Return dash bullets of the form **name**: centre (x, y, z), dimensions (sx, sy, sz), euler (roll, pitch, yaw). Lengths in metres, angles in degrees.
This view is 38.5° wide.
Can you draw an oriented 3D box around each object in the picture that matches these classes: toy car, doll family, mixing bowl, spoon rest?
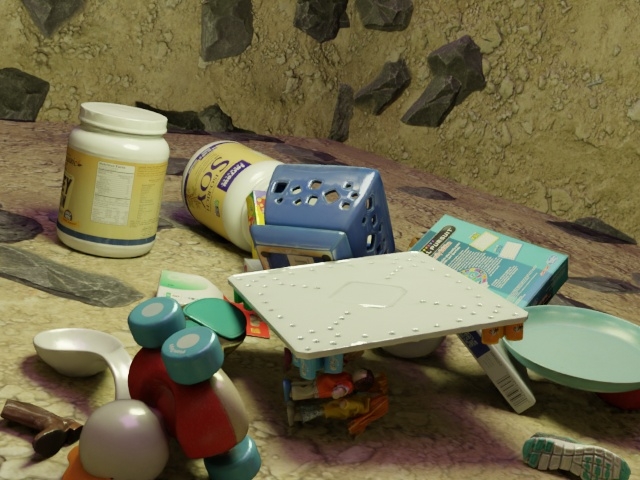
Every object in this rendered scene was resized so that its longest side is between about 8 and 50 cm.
- **toy car**: centre (-0.232, 0.234, 1.174), dimensions (0.238, 0.219, 0.210), euler (-28, 32, -23)
- **doll family**: centre (0.029, 0.239, 1.463), dimensions (0.163, 0.118, 0.263), euler (-7, 11, -1)
- **mixing bowl**: centre (0.594, 0.266, 1.783), dimensions (0.182, 0.098, 0.181), euler (6, 20, -2)
- **spoon rest**: centre (-0.342, 0.185, 1.399), dimensions (0.137, 0.084, 0.276), euler (0, 19, -39)

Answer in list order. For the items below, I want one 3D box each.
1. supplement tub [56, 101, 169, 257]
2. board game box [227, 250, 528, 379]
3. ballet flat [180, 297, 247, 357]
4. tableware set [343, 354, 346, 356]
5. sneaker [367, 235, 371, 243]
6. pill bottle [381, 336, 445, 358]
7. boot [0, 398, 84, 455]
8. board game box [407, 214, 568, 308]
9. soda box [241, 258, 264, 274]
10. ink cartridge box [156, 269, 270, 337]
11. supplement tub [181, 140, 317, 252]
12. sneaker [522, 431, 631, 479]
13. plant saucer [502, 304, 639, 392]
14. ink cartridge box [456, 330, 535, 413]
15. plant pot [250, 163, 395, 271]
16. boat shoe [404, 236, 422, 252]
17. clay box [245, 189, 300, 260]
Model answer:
- **supplement tub**: centre (-0.468, -0.140, 2.085), dimensions (0.229, 0.316, 0.228), euler (11, 14, -3)
- **board game box**: centre (0.082, 0.112, 1.550), dimensions (0.390, 0.050, 0.390), euler (-7, 17, -20)
- **ballet flat**: centre (-0.207, 0.175, 1.480), dimensions (0.123, 0.123, 0.348), euler (13, 8, 4)
- **tableware set**: centre (0.022, 0.190, 1.799), dimensions (0.141, 0.020, 0.169), euler (17, 15, 21)
- **sneaker**: centre (0.077, 0.011, 2.420), dimensions (0.152, 0.114, 0.305), euler (-12, 20, -27)
- **pill bottle**: centre (0.186, 0.126, 1.894), dimensions (0.162, 0.162, 0.278), euler (13, 15, 5)
- **boot**: centre (-0.389, 0.244, 1.221), dimensions (0.114, 0.037, 0.106), euler (20, 3, 17)
- **board game box**: centre (0.364, 0.084, 2.136), dimensions (0.336, 0.079, 0.254), euler (22, 49, 35)
- **soda box**: centre (-0.063, 0.090, 2.021), dimensions (0.216, 0.069, 0.074), euler (5, 17, -23)
- **ink cartridge box**: centre (-0.211, 0.124, 1.808), dimensions (0.225, 0.056, 0.181), euler (8, 15, -9)
- **supplement tub**: centre (-0.182, -0.106, 2.338), dimensions (0.241, 0.240, 0.331), euler (1, 17, -37)
- **sneaker**: centre (0.406, 0.338, 1.454), dimensions (0.167, 0.064, 0.076), euler (16, 11, 12)
- **plant saucer**: centre (0.492, 0.205, 1.719), dimensions (0.318, 0.043, 0.317), euler (4, 20, -1)
- **ink cartridge box**: centre (0.315, 0.191, 1.729), dimensions (0.223, 0.045, 0.224), euler (52, 14, -5)
- **plant pot**: centre (0.000, 0.000, 1.857), dimensions (0.236, 0.235, 0.212), euler (6, 46, 23)
- **boat shoe**: centre (0.349, 0.076, 2.302), dimensions (0.324, 0.119, 0.123), euler (19, 16, 27)
- **clay box**: centre (-0.094, -0.003, 2.103), dimensions (0.128, 0.221, 0.053), euler (3, -26, -28)
